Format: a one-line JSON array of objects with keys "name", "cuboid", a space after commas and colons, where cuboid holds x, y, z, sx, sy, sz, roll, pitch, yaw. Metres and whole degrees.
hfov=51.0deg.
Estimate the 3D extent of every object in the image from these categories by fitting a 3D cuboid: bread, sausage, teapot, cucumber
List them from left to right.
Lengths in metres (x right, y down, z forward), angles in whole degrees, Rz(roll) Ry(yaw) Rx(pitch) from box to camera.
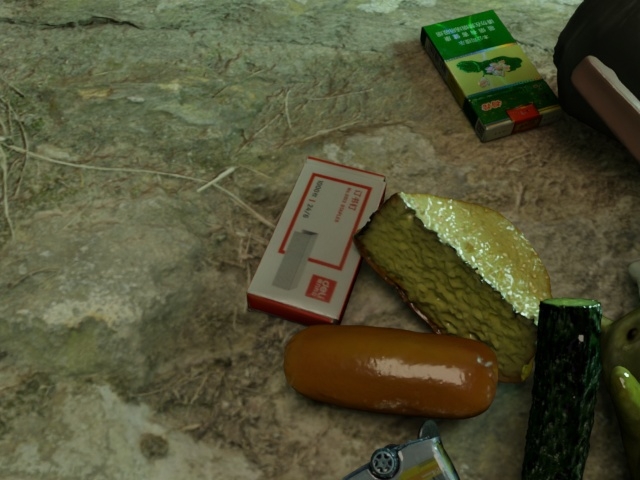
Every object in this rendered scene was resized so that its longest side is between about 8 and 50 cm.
[{"name": "sausage", "cuboid": [0.073, 0.145, 0.744, 0.238, 0.098, 0.098, 5, 57, 12]}, {"name": "bread", "cuboid": [0.175, 0.035, 0.798, 0.260, 0.129, 0.134, 43, 47, 12]}, {"name": "cucumber", "cuboid": [0.237, 0.204, 0.674, 0.067, 0.067, 0.294, 6, 91, 4]}, {"name": "teapot", "cuboid": [0.483, -0.184, 0.835, 0.375, 0.306, 0.362, -22, 65, -33]}]

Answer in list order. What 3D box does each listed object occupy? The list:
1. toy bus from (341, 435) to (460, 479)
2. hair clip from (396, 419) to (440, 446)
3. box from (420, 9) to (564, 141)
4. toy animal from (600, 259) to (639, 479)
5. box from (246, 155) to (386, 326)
[{"name": "toy bus", "cuboid": [0.045, 0.259, 0.666, 0.190, 0.064, 0.075, -33, 72, 7]}, {"name": "hair clip", "cuboid": [0.147, 0.301, 0.682, 0.039, 0.070, 0.230, -4, 56, -47]}, {"name": "box", "cuboid": [0.261, -0.262, 1.043, 0.132, 0.034, 0.235, -16, 59, -10]}, {"name": "toy animal", "cuboid": [0.371, 0.146, 0.699, 0.180, 0.180, 0.363, -8, 56, 0]}, {"name": "box", "cuboid": [0.000, 0.000, 0.869, 0.122, 0.050, 0.230, 17, 59, 10]}]
